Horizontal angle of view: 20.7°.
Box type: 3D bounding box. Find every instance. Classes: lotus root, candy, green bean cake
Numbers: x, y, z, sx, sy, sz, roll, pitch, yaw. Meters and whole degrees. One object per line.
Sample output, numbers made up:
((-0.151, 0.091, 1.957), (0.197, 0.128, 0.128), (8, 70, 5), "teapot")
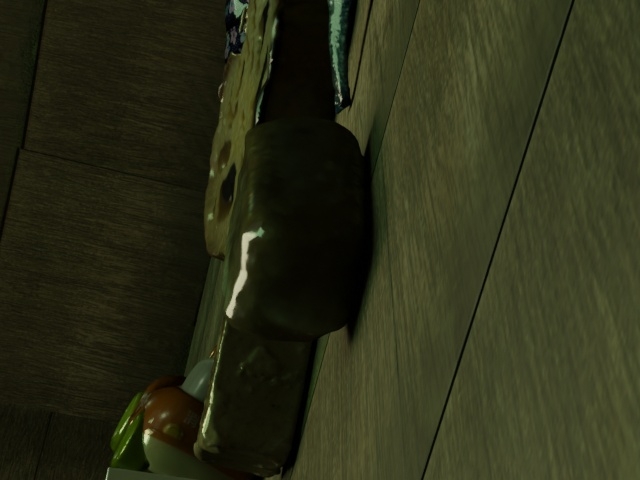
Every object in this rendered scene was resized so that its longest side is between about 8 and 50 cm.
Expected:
((-0.051, -0.128, 1.941), (0.390, 0.111, 0.375), (114, 165, -51), "lotus root")
((-0.019, -0.011, 1.372), (0.234, 0.102, 0.104), (-94, 17, -63), "candy")
((-0.055, 0.114, 1.554), (0.109, 0.085, 0.179), (114, 168, -72), "green bean cake")

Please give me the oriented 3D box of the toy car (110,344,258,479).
((-0.109, 0.165, 1.834), (0.235, 0.145, 0.235), (-60, 7, 12), "toy car")

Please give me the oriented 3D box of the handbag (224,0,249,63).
((-0.060, -0.297, 2.266), (0.228, 0.126, 0.208), (167, 116, -75), "handbag")

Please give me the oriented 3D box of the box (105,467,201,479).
((-0.091, 0.212, 1.341), (0.084, 0.154, 0.040), (111, 166, -60), "box")

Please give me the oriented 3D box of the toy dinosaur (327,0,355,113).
((0.030, -0.309, 1.667), (0.147, 0.076, 0.363), (-141, 60, -62), "toy dinosaur")
